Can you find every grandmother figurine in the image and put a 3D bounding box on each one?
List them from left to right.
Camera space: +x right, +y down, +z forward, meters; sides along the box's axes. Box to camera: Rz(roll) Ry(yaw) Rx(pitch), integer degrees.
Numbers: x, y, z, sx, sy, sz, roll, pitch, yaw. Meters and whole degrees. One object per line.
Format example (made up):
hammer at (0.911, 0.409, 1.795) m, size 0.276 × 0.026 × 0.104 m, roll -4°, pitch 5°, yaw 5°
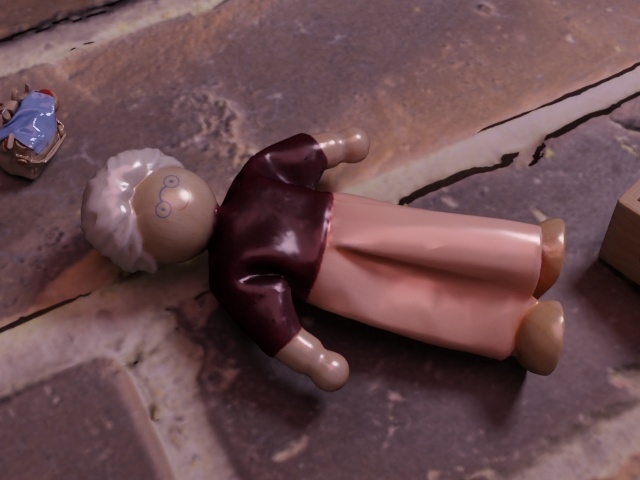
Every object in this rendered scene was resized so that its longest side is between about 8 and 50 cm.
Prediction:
grandmother figurine at (0.000, 0.000, 0.706) m, size 0.342 × 0.104 × 0.208 m, roll 10°, pitch 52°, yaw -4°

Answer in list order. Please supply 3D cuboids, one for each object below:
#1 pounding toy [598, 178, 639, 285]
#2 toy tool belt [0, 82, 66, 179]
pounding toy at (0.299, 0.014, 0.744) m, size 0.130 × 0.100 × 0.141 m, roll -38°, pitch 61°, yaw -24°
toy tool belt at (-0.223, -0.093, 0.755) m, size 0.052 × 0.051 × 0.083 m, roll 11°, pitch 60°, yaw 0°
